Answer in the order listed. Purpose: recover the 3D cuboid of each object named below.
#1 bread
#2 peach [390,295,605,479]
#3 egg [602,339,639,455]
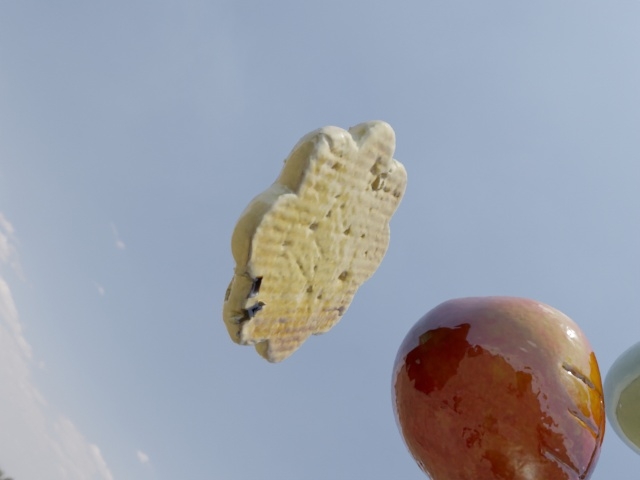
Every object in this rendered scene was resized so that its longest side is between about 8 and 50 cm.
[{"bbox_3d":[0.000,0.000,0.638,0.054,0.316,0.316,29,-45,30],"label":"bread"},{"bbox_3d":[0.208,0.207,0.680,0.245,0.275,0.249,21,-38,3],"label":"peach"},{"bbox_3d":[0.592,0.231,0.783,0.230,0.230,0.371,54,-30,4],"label":"egg"}]
